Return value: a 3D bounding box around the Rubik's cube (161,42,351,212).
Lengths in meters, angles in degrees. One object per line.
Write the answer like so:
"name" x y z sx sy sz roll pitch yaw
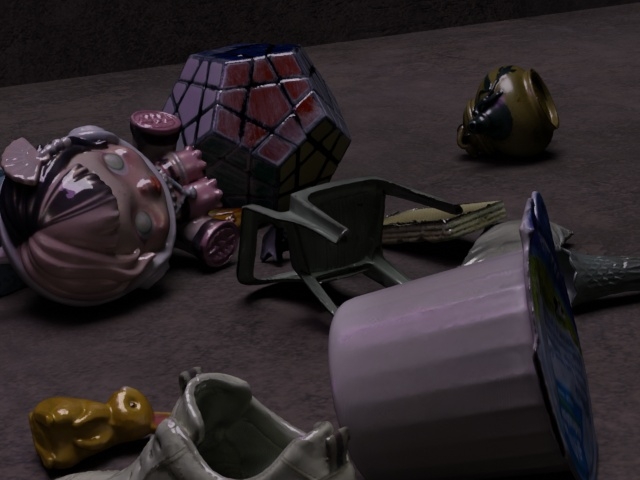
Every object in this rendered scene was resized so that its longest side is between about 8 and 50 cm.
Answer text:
"Rubik's cube" -0.108 -0.188 2.249 0.319 0.264 0.319 -4 16 1

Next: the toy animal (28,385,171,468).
"toy animal" -0.215 0.186 1.390 0.159 0.070 0.083 -6 14 -22

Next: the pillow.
"pillow" 0.272 0.012 1.859 0.128 0.051 0.229 4 16 17

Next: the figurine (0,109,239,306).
"figurine" -0.291 -0.027 1.885 0.253 0.211 0.361 50 29 13

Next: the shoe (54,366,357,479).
"shoe" -0.096 0.194 1.070 0.342 0.211 0.132 7 21 36

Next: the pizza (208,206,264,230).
"pizza" -0.182 -0.038 2.168 0.184 0.036 0.176 -9 17 -15

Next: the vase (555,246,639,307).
"vase" 0.372 0.043 1.691 0.148 0.081 0.081 -4 16 -11

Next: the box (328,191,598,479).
"box" 0.125 0.101 1.244 0.206 0.291 0.262 -13 -29 15

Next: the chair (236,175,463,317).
"chair" 0.020 0.014 1.739 0.203 0.191 0.274 -13 26 -30

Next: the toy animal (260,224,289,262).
"toy animal" -0.011 -0.001 1.990 0.105 0.070 0.202 16 18 29

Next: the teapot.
"teapot" 0.335 -0.224 2.471 0.182 0.173 0.269 -25 -2 23

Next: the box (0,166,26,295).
"box" -0.455 -0.018 1.977 0.130 0.162 0.227 18 26 31

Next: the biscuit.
"biscuit" 0.164 -0.026 1.972 0.121 0.041 0.199 -22 11 -34
